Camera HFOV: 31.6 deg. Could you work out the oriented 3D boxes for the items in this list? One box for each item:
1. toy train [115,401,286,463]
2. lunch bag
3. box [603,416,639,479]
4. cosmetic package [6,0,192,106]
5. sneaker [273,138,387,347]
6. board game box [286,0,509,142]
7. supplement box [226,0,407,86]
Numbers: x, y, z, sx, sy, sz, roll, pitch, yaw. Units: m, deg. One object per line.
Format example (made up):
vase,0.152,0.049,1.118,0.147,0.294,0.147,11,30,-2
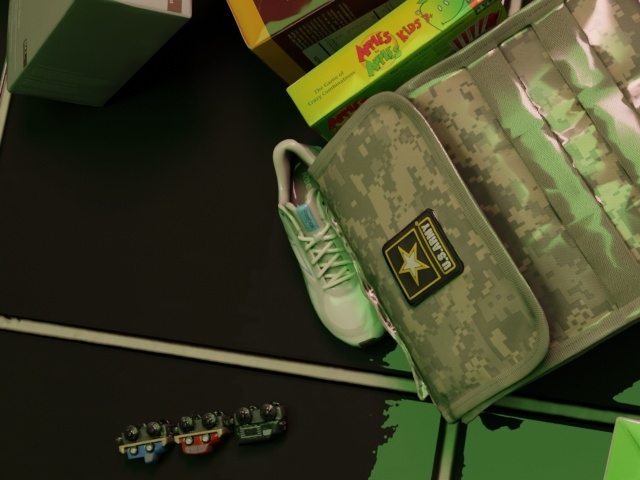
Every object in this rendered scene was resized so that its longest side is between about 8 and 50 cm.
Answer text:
toy train,-0.103,0.167,0.970,0.158,0.027,0.036,-11,85,17
lunch bag,0.151,-0.025,0.838,0.287,0.169,0.235,-32,76,12
box,0.233,0.258,0.713,0.127,0.231,0.262,11,82,22
cosmetic package,-0.196,-0.214,0.984,0.238,0.107,0.127,150,121,-60
sneaker,0.000,0.000,0.940,0.071,0.083,0.191,-27,71,11
board game box,0.070,-0.149,0.941,0.181,0.092,0.043,-35,67,10
supplement box,0.009,-0.263,0.969,0.194,0.129,0.191,-29,70,12
